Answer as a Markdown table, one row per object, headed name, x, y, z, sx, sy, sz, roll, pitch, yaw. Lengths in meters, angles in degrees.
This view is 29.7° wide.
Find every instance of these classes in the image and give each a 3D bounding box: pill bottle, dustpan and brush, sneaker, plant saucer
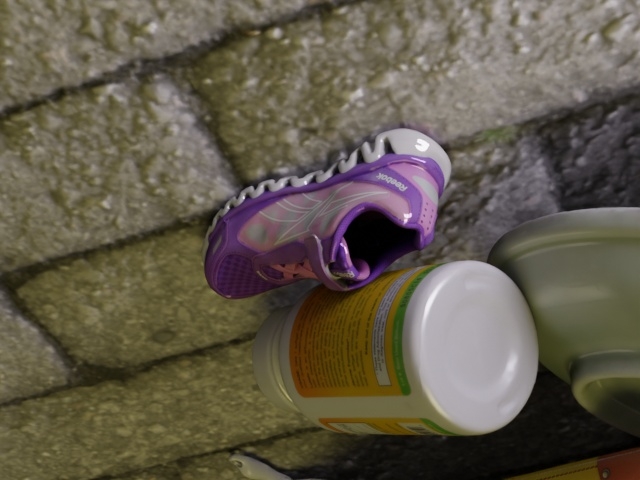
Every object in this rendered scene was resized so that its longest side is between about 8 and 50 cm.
| name | x | y | z | sx | sy | sz | roll | pitch | yaw |
| --- | --- | --- | --- | --- | --- | --- | --- | --- | --- |
| pill bottle | 0.051 | 0.095 | 1.022 | 0.136 | 0.136 | 0.246 | 31 | 156 | -30 |
| dustpan and brush | -0.017 | 0.289 | 1.340 | 0.211 | 0.060 | 0.147 | 24 | 142 | -33 |
| sneaker | 0.000 | 0.000 | 0.993 | 0.236 | 0.104 | 0.095 | -25 | 133 | 24 |
| plant saucer | 0.321 | 0.104 | 0.988 | 0.400 | 0.100 | 0.400 | 17 | 160 | 6 |

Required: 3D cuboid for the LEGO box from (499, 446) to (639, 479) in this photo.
| name | x | y | z | sx | sy | sz | roll | pitch | yaw |
| --- | --- | --- | --- | --- | --- | --- | --- | --- | --- |
| LEGO box | 0.247 | 0.373 | 1.203 | 0.372 | 0.193 | 0.500 | 20 | 148 | -36 |
